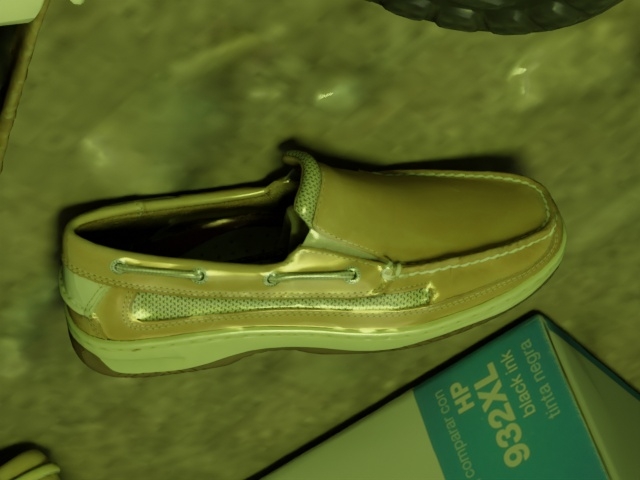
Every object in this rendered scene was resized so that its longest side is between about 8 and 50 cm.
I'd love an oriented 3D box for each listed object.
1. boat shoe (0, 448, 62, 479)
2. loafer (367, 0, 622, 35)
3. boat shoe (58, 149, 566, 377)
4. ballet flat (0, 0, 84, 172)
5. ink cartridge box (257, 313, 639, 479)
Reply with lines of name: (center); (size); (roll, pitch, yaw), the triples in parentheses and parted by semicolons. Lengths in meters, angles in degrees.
boat shoe: (-0.214, 0.185, 0.813); (0.285, 0.089, 0.104); (-26, 172, 13)
loafer: (0.076, -0.201, 0.376); (0.134, 0.130, 0.366); (18, 142, -14)
boat shoe: (0.000, 0.000, 0.673); (0.190, 0.068, 0.072); (-13, 134, -11)
ballet flat: (-0.107, -0.068, 0.461); (0.116, 0.124, 0.342); (-2, 142, -27)
ink cartridge box: (0.045, 0.194, 0.908); (0.307, 0.129, 0.223); (-32, 145, 17)
